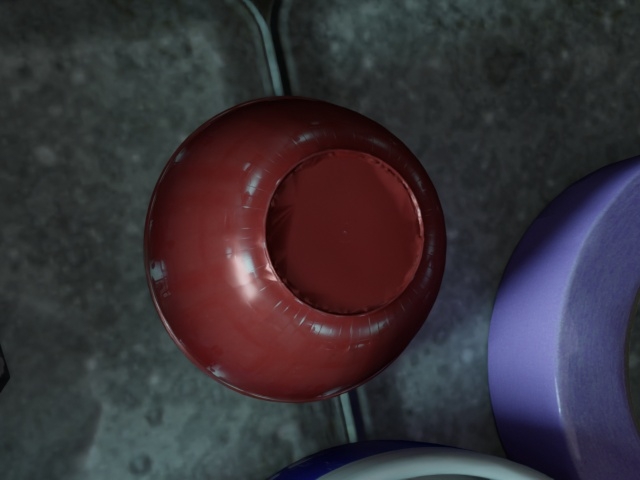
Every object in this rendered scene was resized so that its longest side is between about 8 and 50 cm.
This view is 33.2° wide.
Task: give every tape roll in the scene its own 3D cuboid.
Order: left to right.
[{"bbox_3d":[0.245,0.076,0.658,0.274,0.090,0.275,2,84,-16],"label":"tape roll"}]

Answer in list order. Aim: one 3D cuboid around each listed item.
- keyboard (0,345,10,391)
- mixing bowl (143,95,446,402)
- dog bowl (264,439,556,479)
[{"bbox_3d":[-0.261,0.052,0.544,0.180,0.023,0.108,-17,90,-18],"label":"keyboard"},{"bbox_3d":[0.000,0.000,0.588,0.181,0.098,0.181,2,84,-17],"label":"mixing bowl"},{"bbox_3d":[0.049,0.242,0.576,0.264,0.104,0.265,1,85,-16],"label":"dog bowl"}]
